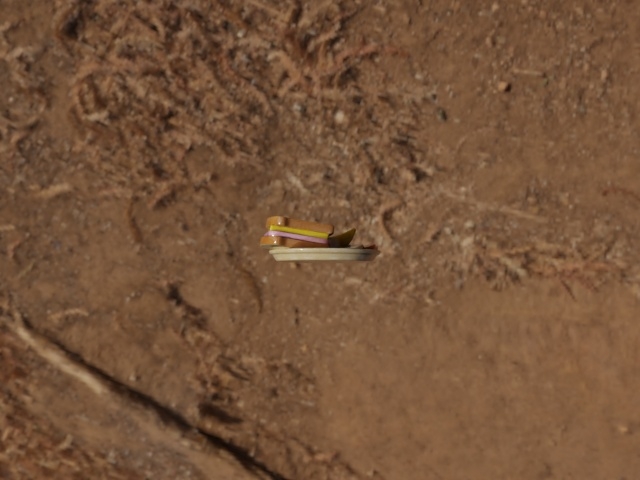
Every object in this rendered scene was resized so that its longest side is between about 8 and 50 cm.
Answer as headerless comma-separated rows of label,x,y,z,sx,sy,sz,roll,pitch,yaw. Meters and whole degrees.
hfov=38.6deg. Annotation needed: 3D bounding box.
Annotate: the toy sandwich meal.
toy sandwich meal,0.000,0.000,0.628,0.085,0.029,0.085,0,177,0
